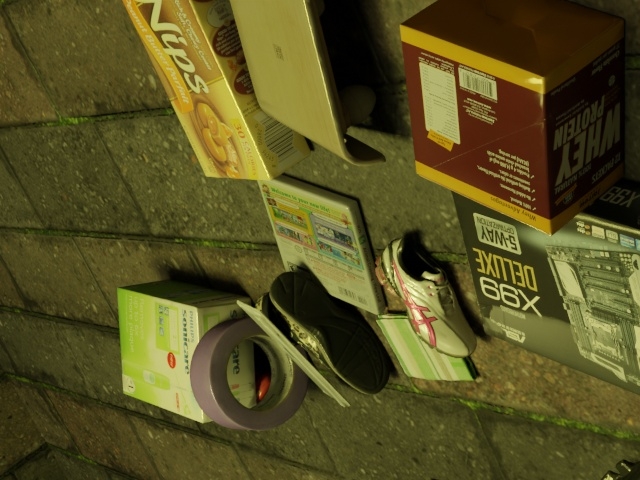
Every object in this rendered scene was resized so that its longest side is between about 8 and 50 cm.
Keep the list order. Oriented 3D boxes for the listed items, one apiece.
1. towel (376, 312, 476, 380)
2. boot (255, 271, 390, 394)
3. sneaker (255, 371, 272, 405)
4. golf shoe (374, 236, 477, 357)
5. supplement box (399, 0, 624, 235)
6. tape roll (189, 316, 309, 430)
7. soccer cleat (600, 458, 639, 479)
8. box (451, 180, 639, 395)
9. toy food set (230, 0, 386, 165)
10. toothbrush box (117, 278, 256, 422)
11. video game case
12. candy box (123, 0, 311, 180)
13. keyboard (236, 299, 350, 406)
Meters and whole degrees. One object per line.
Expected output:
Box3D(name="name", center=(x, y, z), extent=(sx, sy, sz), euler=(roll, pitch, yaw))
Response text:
Box3D(name="towel", center=(0.155, 0.152, 1.862), extent=(0.152, 0.023, 0.113), euler=(-5, 119, 55))
Box3D(name="boot", center=(-0.002, 0.151, 2.037), extent=(0.236, 0.085, 0.178), euler=(45, 162, -4))
Box3D(name="sneaker", center=(-0.150, 0.263, 2.362), extent=(0.128, 0.087, 0.221), euler=(48, 150, 9))
Box3D(name="golf shoe", center=(0.148, 0.078, 1.739), extent=(0.186, 0.067, 0.086), euler=(50, 150, 8))
Box3D(name="supplement box", center=(0.203, -0.145, 1.353), extent=(0.191, 0.129, 0.194), euler=(28, 142, 38))
Box3D(name="tape roll", center=(-0.118, 0.223, 2.164), extent=(0.189, 0.189, 0.080), euler=(60, 151, -10))
Box3D(name="soccer cleat", center=(0.436, 0.292, 1.518), extent=(0.143, 0.116, 0.331), euler=(33, 150, 5))
Box3D(name="box", center=(0.300, 0.039, 1.461), extent=(0.307, 0.076, 0.242), euler=(21, 138, 44))
Box3D(name="toy food set", center=(-0.016, -0.255, 1.626), extent=(0.220, 0.092, 0.306), euler=(35, 147, 52))
Box3D(name="toothbrush box", center=(-0.243, 0.192, 2.320), extent=(0.283, 0.122, 0.206), euler=(9, 104, 51))
Box3D(name="video game case", center=(0.000, 0.000, 1.922), extent=(0.212, 0.023, 0.193), euler=(22, 138, 46))
Box3D(name="candy box", center=(-0.151, -0.242, 1.819), extent=(0.183, 0.087, 0.316), euler=(7, 126, 54))
Box3D(name="keyboard", center=(-0.041, 0.180, 2.040), extent=(0.256, 0.014, 0.072), euler=(49, 169, -34))
